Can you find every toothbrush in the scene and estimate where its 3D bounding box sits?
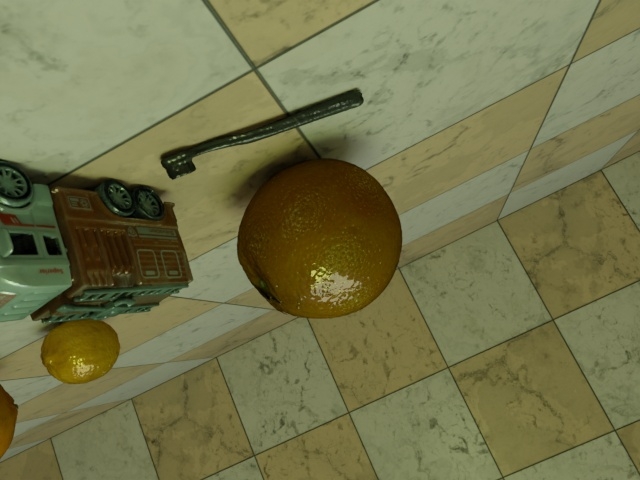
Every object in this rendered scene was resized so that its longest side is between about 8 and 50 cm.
[{"bbox_3d":[-0.071,-0.148,0.736,0.297,0.030,0.030,-23,-168,-13],"label":"toothbrush"}]

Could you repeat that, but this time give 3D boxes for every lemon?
[{"bbox_3d":[-0.508,0.235,1.158,0.142,0.142,0.187,-30,170,18],"label":"lemon"}]

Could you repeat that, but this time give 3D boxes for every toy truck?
[{"bbox_3d":[-0.307,0.020,0.668,0.136,0.162,0.305,-31,165,23],"label":"toy truck"}]

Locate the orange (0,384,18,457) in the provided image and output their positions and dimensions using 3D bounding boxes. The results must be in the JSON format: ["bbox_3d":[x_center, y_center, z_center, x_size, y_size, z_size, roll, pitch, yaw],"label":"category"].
[{"bbox_3d":[-0.751,0.385,1.131,0.193,0.219,0.219,-40,175,-30],"label":"orange"}]

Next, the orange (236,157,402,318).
[{"bbox_3d":[0.000,0.000,0.895,0.274,0.274,0.274,-23,166,-6],"label":"orange"}]
